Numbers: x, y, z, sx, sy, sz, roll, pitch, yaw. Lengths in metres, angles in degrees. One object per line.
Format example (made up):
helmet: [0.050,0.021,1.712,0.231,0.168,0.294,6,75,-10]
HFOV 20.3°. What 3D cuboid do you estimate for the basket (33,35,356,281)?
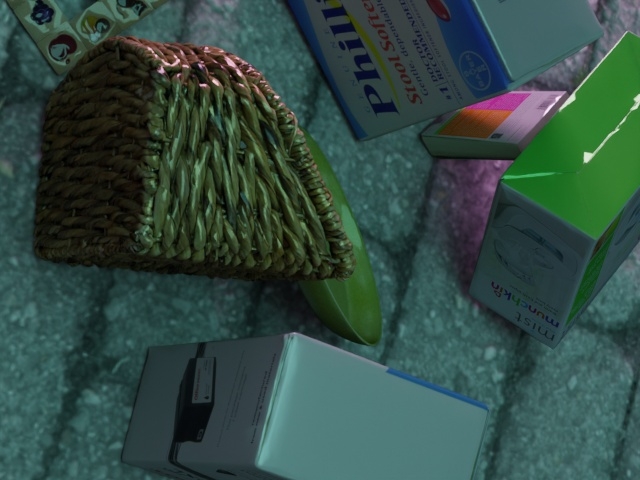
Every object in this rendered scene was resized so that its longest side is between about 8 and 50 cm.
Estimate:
basket: [-0.117,-0.075,1.689,0.223,0.299,0.213,7,85,-27]

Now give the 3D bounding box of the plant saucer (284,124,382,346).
plant saucer: [0.000,0.000,1.824,0.037,0.241,0.241,-21,94,12]

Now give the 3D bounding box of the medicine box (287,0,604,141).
medicine box: [0.105,-0.269,1.848,0.149,0.289,0.263,-32,99,-31]

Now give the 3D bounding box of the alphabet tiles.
alphabet tiles: [-0.221,-0.313,1.785,0.237,0.009,0.198,-35,101,-6]

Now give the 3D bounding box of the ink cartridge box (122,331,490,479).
ink cartridge box: [-0.022,0.185,1.703,0.223,0.307,0.129,21,75,-25]

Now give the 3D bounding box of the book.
book: [0.194,-0.130,1.959,0.096,0.144,0.035,-46,121,-27]

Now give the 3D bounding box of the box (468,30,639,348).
box: [0.290,-0.054,1.940,0.127,0.231,0.262,33,59,16]
